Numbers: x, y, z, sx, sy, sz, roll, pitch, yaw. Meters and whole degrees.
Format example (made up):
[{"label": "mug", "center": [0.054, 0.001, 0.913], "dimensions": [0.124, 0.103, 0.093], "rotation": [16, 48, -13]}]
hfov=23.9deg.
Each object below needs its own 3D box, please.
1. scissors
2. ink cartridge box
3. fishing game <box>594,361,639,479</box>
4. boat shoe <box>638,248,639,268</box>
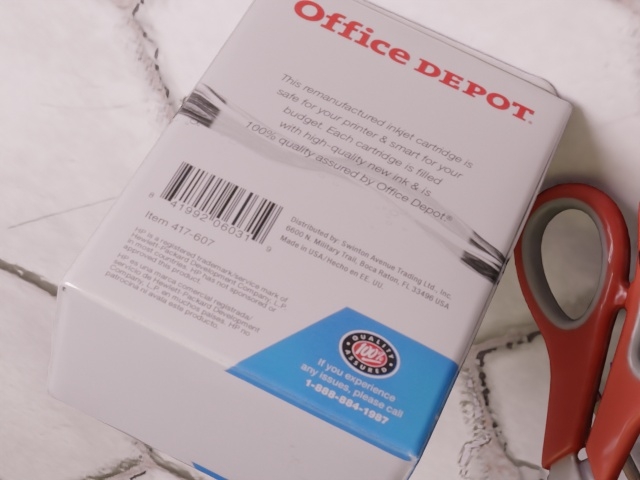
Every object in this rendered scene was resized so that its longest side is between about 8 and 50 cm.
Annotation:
[{"label": "scissors", "center": [0.119, 0.113, 0.671], "dimensions": [0.109, 0.297, 0.021], "rotation": [8, 180, 34]}, {"label": "ink cartridge box", "center": [0.000, 0.000, 0.631], "dimensions": [0.148, 0.203, 0.086], "rotation": [26, 141, 5]}, {"label": "fishing game", "center": [0.248, 0.095, 0.709], "dimensions": [0.264, 0.041, 0.189], "rotation": [-7, 126, 36]}, {"label": "boat shoe", "center": [0.331, 0.092, 0.534], "dimensions": [0.500, 0.187, 0.156], "rotation": [36, 124, 2]}]
